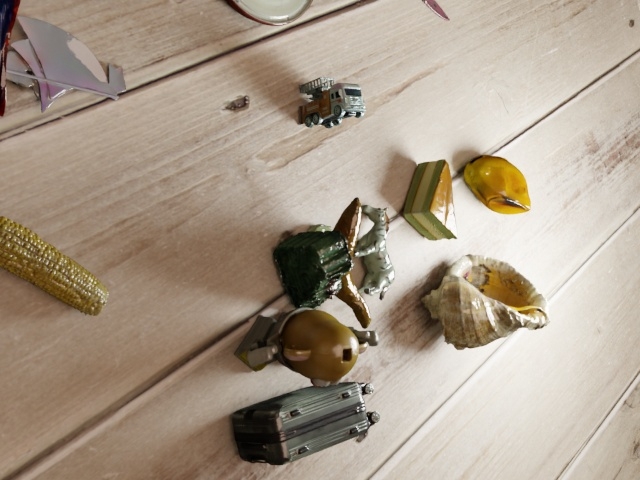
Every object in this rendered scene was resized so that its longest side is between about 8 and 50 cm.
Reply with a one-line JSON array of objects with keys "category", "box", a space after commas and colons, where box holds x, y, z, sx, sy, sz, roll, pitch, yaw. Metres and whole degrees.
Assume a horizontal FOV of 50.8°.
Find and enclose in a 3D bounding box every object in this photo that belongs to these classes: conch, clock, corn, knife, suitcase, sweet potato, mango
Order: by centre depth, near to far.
[{"category": "corn", "box": [-0.519, 0.046, 1.257, 0.288, 0.086, 0.087, 41, 64, -31]}, {"category": "suitcase", "box": [-0.037, 0.412, 1.557, 0.312, 0.202, 0.128, -9, 84, -38]}, {"category": "clock", "box": [-0.130, -0.670, 1.596, 0.318, 0.080, 0.319, 2, 87, -38]}, {"category": "sweet potato", "box": [0.061, 0.067, 1.677, 0.079, 0.108, 0.346, -70, 155, -70]}, {"category": "conch", "box": [0.469, 0.192, 1.964, 0.352, 0.210, 0.297, 19, 52, -5]}, {"category": "knife", "box": [0.309, -0.721, 1.990, 0.247, 0.018, 0.036, 32, 66, -35]}, {"category": "mango", "box": [0.542, -0.178, 2.089, 0.236, 0.136, 0.167, 22, 61, -31]}]

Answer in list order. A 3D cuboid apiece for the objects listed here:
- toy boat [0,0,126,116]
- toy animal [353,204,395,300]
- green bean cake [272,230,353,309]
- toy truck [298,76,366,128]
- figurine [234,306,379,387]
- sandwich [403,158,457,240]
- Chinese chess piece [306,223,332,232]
[{"category": "toy boat", "box": [-0.523, -0.357, 1.280, 0.318, 0.072, 0.219, -23, 106, -40]}, {"category": "toy animal", "box": [0.128, 0.033, 1.776, 0.169, 0.089, 0.255, -2, 92, -42]}, {"category": "green bean cake", "box": [-0.006, 0.080, 1.590, 0.107, 0.208, 0.194, -24, 101, -34]}, {"category": "toy truck", "box": [0.027, -0.342, 1.648, 0.080, 0.177, 0.115, -6, 90, -39]}, {"category": "figurine", "box": [-0.030, 0.236, 1.513, 0.342, 0.284, 0.167, -29, 104, -38]}, {"category": "sandwich", "box": [0.333, -0.115, 1.926, 0.144, 0.117, 0.187, 35, 66, -35]}, {"category": "Chinese chess piece", "box": [0.000, 0.000, 1.705, 0.084, 0.034, 0.084, 0, 90, -39]}]
